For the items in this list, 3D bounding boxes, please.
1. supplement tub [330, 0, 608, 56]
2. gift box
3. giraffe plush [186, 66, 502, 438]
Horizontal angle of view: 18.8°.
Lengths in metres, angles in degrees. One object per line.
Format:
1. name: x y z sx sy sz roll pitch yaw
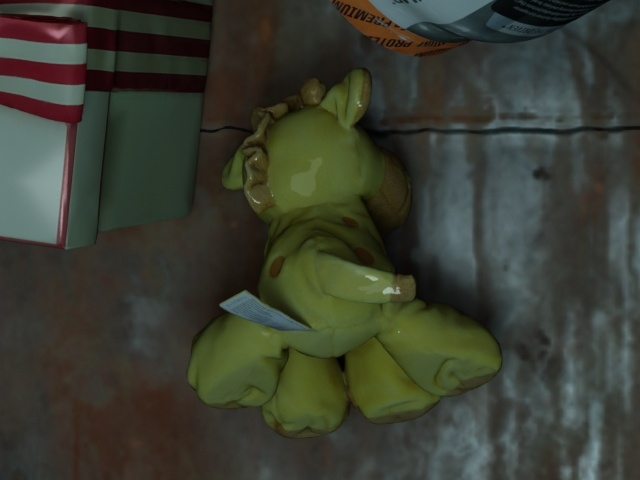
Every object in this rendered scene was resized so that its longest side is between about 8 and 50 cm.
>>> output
1. supplement tub: 0.139 -0.229 1.036 0.316 0.194 0.193 -28 84 43
2. gift box: -0.214 -0.144 1.132 0.255 0.258 0.276 2 96 14
3. giraffe plush: 0.000 0.000 1.151 0.181 0.210 0.170 -13 59 17
